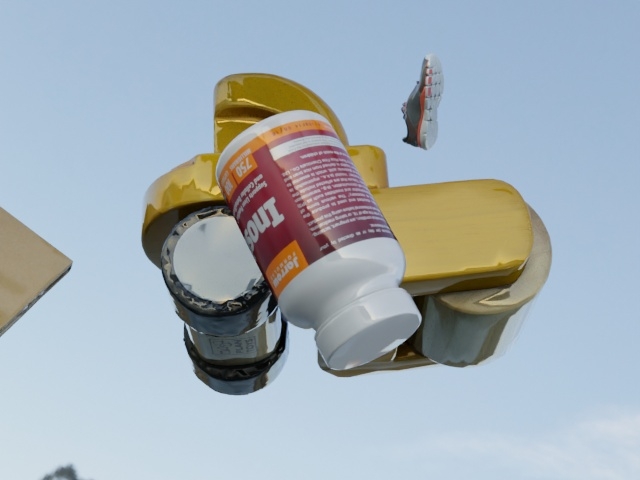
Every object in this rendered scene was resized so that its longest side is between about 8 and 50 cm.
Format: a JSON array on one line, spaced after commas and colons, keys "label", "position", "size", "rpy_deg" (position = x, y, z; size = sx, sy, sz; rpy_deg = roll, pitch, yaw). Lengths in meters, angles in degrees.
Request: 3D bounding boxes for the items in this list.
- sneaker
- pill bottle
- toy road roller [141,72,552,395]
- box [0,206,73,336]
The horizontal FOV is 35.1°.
[{"label": "sneaker", "position": [0.159, -0.228, 1.658], "size": [0.065, 0.158, 0.061], "rpy_deg": [10, 6, 33]}, {"label": "pill bottle", "position": [0.000, 0.000, 0.638], "size": [0.152, 0.086, 0.086], "rpy_deg": [61, -21, 24]}, {"label": "toy road roller", "position": [0.013, -0.018, 0.867], "size": [0.329, 0.240, 0.202], "rpy_deg": [-3, -26, -2]}, {"label": "box", "position": [-0.396, 0.017, 1.087], "size": [0.201, 0.164, 0.021], "rpy_deg": [36, -39, 5]}]
